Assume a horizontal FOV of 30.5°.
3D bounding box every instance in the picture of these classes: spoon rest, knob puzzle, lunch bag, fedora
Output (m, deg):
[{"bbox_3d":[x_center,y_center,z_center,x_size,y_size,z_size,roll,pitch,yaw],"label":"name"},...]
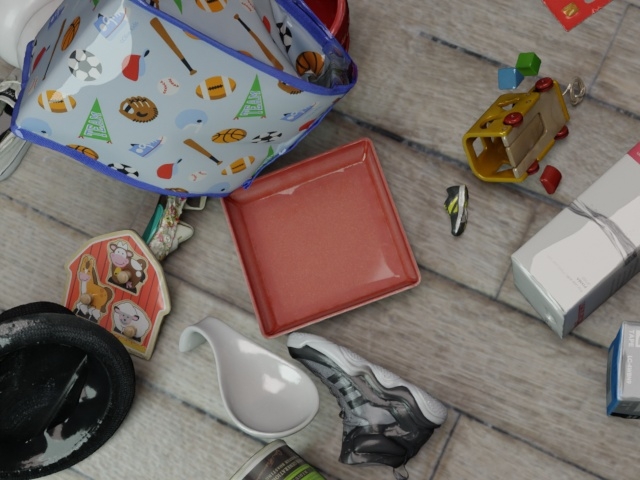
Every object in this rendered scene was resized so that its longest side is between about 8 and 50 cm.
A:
[{"bbox_3d":[-0.115,0.196,1.734,0.137,0.084,0.276,-29,46,-30],"label":"spoon rest"},{"bbox_3d":[-0.322,0.074,1.838,0.213,0.030,0.213,4,103,19],"label":"knob puzzle"},{"bbox_3d":[-0.187,-0.235,1.676,0.328,0.385,0.239,-39,38,39],"label":"lunch bag"},{"bbox_3d":[-0.449,0.210,1.789,0.334,0.334,0.152,-28,39,3],"label":"fedora"}]

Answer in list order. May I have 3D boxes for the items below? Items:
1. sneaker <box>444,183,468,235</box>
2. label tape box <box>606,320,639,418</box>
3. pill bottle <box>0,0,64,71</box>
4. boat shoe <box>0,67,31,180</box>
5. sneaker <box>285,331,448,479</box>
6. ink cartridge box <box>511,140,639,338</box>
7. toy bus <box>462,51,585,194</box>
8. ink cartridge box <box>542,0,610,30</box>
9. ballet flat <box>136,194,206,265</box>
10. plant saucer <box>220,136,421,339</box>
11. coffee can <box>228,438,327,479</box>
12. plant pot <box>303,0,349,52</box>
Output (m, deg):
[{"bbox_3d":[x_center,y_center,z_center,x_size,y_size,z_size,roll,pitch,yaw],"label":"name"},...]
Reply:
[{"bbox_3d":[0.209,-0.046,1.819,0.035,0.031,0.083,2,73,24],"label":"sneaker"},{"bbox_3d":[0.569,0.192,1.580,0.347,0.249,0.115,6,77,11],"label":"label tape box"},{"bbox_3d":[-0.467,-0.406,1.892,0.210,0.210,0.363,-39,60,-1],"label":"pill bottle"},{"bbox_3d":[-0.508,-0.228,1.956,0.096,0.088,0.267,31,84,16],"label":"boat shoe"},{"bbox_3d":[0.042,0.248,1.738,0.268,0.101,0.153,27,85,16],"label":"sneaker"},{"bbox_3d":[0.413,-0.006,1.677,0.283,0.207,0.117,-41,72,-2],"label":"ink cartridge box"},{"bbox_3d":[0.300,-0.176,1.788,0.104,0.202,0.191,4,83,42],"label":"toy bus"},{"bbox_3d":[0.398,-0.475,1.874,0.181,0.056,0.225,-35,72,1],"label":"ink cartridge box"},{"bbox_3d":[-0.228,-0.050,1.872,0.077,0.091,0.241,22,85,-15],"label":"ballet flat"},{"bbox_3d":[0.000,0.000,1.826,0.258,0.048,0.259,-20,69,5],"label":"plant saucer"},{"bbox_3d":[-0.018,0.445,1.650,0.275,0.201,0.201,38,86,16],"label":"coffee can"},{"bbox_3d":[-0.042,-0.338,1.854,0.191,0.174,0.191,-3,76,10],"label":"plant pot"}]
